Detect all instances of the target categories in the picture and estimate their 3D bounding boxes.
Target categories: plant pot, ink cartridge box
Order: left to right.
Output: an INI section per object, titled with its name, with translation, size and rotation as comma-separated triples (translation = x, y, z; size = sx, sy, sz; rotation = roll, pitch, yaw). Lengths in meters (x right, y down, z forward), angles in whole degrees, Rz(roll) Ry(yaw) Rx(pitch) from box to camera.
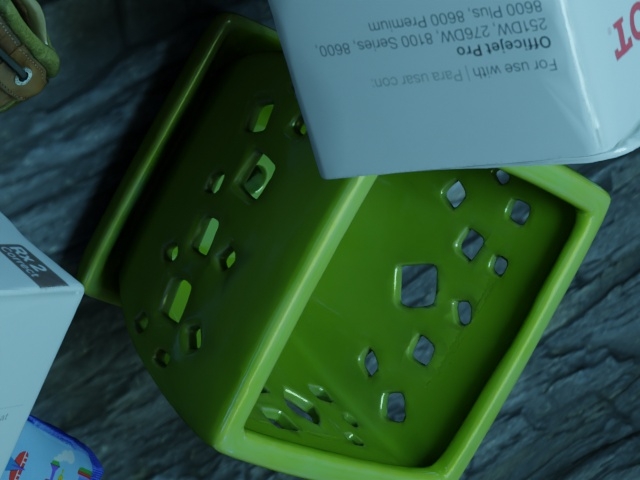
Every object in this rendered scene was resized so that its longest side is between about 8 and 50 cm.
[plant pot]
translation = 0.000, 0.000, 1.195
size = 0.227, 0.207, 0.228
rotation = 20, 102, -48
[ink cartridge box]
translation = 0.076, -0.262, 0.959
size = 0.285, 0.166, 0.395
rotation = -42, 121, -51

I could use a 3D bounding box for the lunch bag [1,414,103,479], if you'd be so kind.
[lunch bag]
translation = -0.259, 0.197, 1.158
size = 0.293, 0.138, 0.221
rotation = -61, 145, -5

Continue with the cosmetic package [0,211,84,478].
[cosmetic package]
translation = -0.240, 0.062, 0.941
size = 0.151, 0.151, 0.184
rotation = -4, 124, -54

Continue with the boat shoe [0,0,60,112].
[boat shoe]
translation = -0.199, -0.170, 0.937
size = 0.104, 0.111, 0.307
rotation = -16, 149, -4
